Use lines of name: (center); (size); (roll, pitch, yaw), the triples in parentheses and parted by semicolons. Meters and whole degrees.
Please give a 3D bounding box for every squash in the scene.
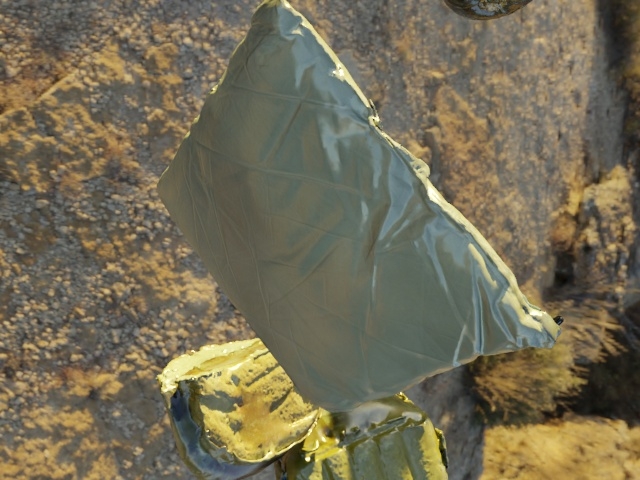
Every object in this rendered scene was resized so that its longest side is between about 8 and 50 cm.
squash: (0.317, -0.494, 1.195); (0.193, 0.193, 0.155); (4, 98, -53)

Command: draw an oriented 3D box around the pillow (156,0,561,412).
pillow: (0.000, 0.002, 0.506); (0.280, 0.274, 0.076); (51, 52, 1)

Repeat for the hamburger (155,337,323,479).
hamburger: (-0.109, 0.264, 1.017); (0.309, 0.133, 0.211); (-13, 95, -48)

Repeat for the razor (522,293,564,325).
razor: (0.228, 0.057, 0.798); (0.044, 0.154, 0.028); (-48, 146, 15)

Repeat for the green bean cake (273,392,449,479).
green bean cake: (0.055, 0.378, 1.214); (0.310, 0.285, 0.201); (-13, 92, -11)
